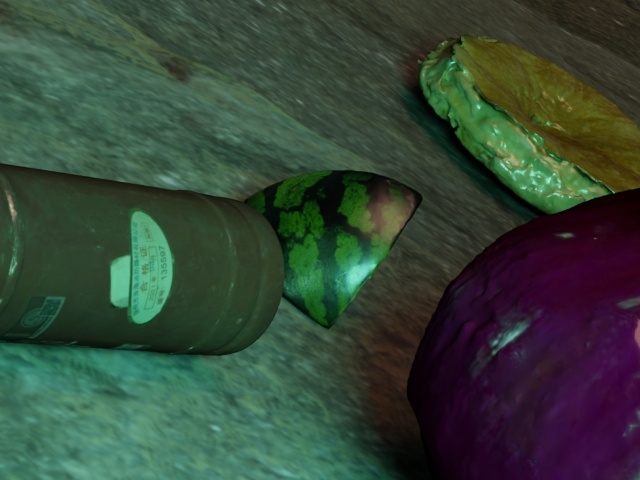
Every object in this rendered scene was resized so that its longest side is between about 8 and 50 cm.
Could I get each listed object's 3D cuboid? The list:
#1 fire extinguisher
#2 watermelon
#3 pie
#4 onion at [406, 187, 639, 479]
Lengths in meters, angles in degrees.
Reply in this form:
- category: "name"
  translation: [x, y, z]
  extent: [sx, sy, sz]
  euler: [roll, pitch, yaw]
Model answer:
- category: "fire extinguisher"
  translation: [-0.157, 0.020, 1.114]
  extent: [0.344, 0.102, 0.138]
  euler: [7, 35, -51]
- category: "watermelon"
  translation: [0.000, 0.000, 1.462]
  extent: [0.135, 0.125, 0.094]
  euler: [25, -16, 28]
- category: "pie"
  translation: [0.240, -0.101, 2.010]
  extent: [0.339, 0.083, 0.339]
  euler: [32, 19, -13]
- category: "onion"
  translation: [0.273, 0.075, 1.203]
  extent: [0.398, 0.420, 0.398]
  euler: [22, 16, -7]
